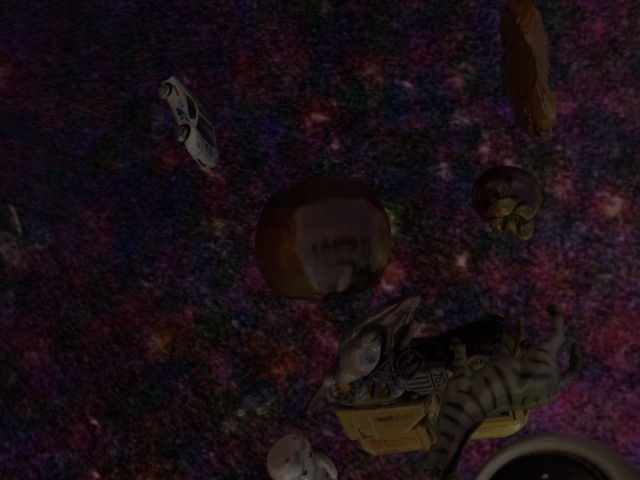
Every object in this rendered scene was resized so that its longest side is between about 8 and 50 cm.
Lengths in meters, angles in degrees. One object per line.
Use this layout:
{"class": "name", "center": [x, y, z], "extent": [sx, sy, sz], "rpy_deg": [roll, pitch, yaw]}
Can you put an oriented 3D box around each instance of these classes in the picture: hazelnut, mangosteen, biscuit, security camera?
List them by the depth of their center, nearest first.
{"class": "security camera", "center": [0.215, 0.293, 0.720], "extent": [0.194, 0.195, 0.236], "rpy_deg": [21, 131, -37]}
{"class": "hazelnut", "center": [0.000, 0.000, 1.286], "extent": [0.218, 0.233, 0.218], "rpy_deg": [-8, 90, -72]}
{"class": "biscuit", "center": [0.419, -0.355, 1.565], "extent": [0.075, 0.296, 0.296], "rpy_deg": [-10, 112, 7]}
{"class": "mangosteen", "center": [0.442, -0.089, 1.792], "extent": [0.166, 0.166, 0.180], "rpy_deg": [31, 42, -37]}

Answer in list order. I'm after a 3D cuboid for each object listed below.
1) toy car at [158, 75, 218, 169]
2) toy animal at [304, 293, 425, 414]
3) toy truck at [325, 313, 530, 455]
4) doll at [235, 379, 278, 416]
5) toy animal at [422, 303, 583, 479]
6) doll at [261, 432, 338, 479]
{"class": "toy car", "center": [-0.231, -0.213, 1.368], "extent": [0.056, 0.205, 0.095], "rpy_deg": [-33, 145, 8]}
{"class": "toy animal", "center": [0.073, 0.188, 1.279], "extent": [0.090, 0.324, 0.195], "rpy_deg": [39, 62, -9]}
{"class": "toy truck", "center": [0.215, 0.295, 1.500], "extent": [0.254, 0.405, 0.181], "rpy_deg": [69, 26, -16]}
{"class": "doll", "center": [-0.117, 0.300, 1.454], "extent": [0.083, 0.076, 0.051], "rpy_deg": [-29, 107, -54]}
{"class": "toy animal", "center": [0.201, 0.178, 0.872], "extent": [0.216, 0.176, 0.073], "rpy_deg": [-24, 124, 16]}
{"class": "doll", "center": [-0.032, 0.494, 1.616], "extent": [0.180, 0.107, 0.110], "rpy_deg": [42, 43, -18]}
